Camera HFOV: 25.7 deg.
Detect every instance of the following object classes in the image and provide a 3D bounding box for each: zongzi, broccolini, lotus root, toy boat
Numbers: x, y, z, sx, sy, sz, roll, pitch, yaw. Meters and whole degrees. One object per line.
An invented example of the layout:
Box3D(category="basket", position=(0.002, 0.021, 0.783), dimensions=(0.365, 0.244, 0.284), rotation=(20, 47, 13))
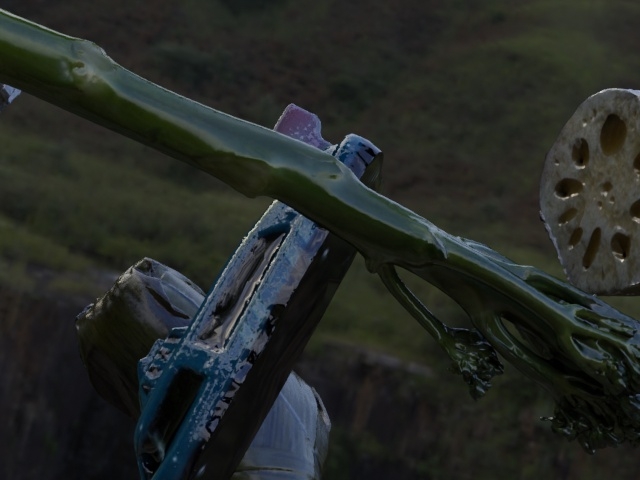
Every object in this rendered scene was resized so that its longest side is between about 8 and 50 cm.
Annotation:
Box3D(category="zongzi", position=(-0.100, 0.189, 1.244), dimensions=(0.286, 0.138, 0.300), rotation=(44, 23, -27))
Box3D(category="broccolini", position=(0.000, 0.002, 0.644), dimensions=(0.392, 0.074, 0.079), rotation=(25, -7, -9))
Box3D(category="lotus root", position=(0.189, -0.028, 0.794), dimensions=(0.081, 0.122, 0.112), rotation=(3, -36, -24))
Box3D(category="toy boat", position=(-0.062, 0.056, 0.953), dimensions=(0.092, 0.299, 0.134), rotation=(28, -16, 9))

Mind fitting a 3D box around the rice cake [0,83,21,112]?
Box3D(category="rice cake", position=(-0.363, -0.091, 1.317), dimensions=(0.270, 0.055, 0.049), rotation=(-33, -77, 39))
